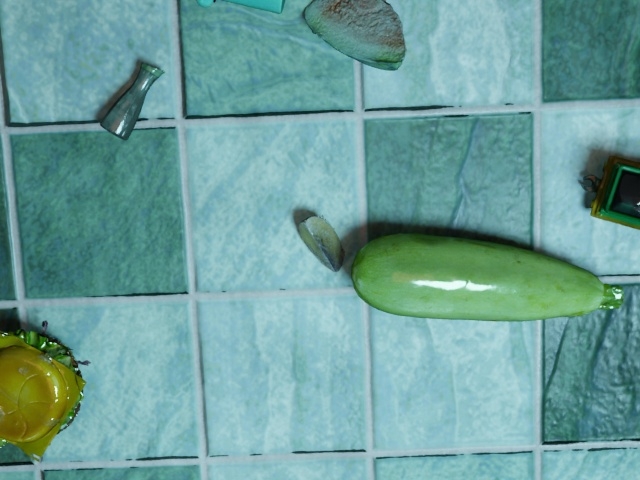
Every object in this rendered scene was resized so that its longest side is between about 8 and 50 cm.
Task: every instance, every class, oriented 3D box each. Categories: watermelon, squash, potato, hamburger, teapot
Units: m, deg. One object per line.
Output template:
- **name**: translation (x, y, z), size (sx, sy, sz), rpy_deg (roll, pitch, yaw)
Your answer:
- **watermelon**: translation (0.061, -0.276, 1.017), size (0.094, 0.081, 0.180), rpy_deg (-47, 59, 25)
- **squash**: translation (0.225, 0.054, 1.054), size (0.370, 0.118, 0.119), rpy_deg (4, 98, -4)
- **potato**: translation (0.000, -0.001, 1.088), size (0.037, 0.036, 0.093), rpy_deg (-47, 118, -29)
- **hamburger**: translation (-0.414, 0.211, 1.087), size (0.164, 0.093, 0.189), rpy_deg (43, 95, -3)
- **teapot**: translation (-0.257, -0.194, 1.057), size (0.042, 0.043, 0.111), rpy_deg (33, 93, -4)

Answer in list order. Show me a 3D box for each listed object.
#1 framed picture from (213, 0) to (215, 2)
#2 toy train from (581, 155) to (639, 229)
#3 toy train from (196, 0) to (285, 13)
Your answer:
- **framed picture**: translation (-0.110, -0.457, 1.031), size (0.195, 0.010, 0.199), rpy_deg (-29, 97, 4)
- **toy train**: translation (0.458, -0.047, 1.015), size (0.227, 0.136, 0.091), rpy_deg (20, 99, 21)
- **toy train**: translation (-0.138, -0.383, 0.997), size (0.248, 0.101, 0.159), rpy_deg (14, 114, -1)
